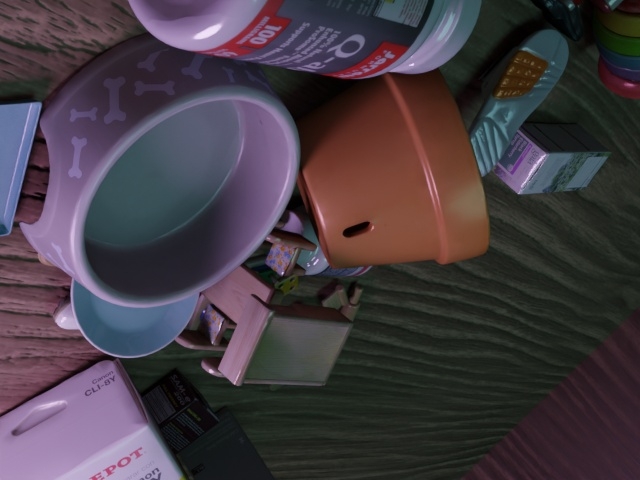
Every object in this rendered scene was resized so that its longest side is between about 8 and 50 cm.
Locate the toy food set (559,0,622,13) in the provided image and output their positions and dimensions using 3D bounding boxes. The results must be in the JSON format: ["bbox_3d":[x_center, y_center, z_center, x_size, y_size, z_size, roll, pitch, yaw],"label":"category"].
[{"bbox_3d":[0.344,-0.370,1.369,0.104,0.111,0.232,-45,144,12],"label":"toy food set"}]

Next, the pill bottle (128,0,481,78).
[{"bbox_3d":[-0.002,-0.274,1.005,0.363,0.210,0.210,-1,133,-49],"label":"pill bottle"}]

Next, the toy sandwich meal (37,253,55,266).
[{"bbox_3d":[-0.312,-0.003,1.215,0.085,0.029,0.086,-30,154,-17],"label":"toy sandwich meal"}]

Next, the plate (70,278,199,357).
[{"bbox_3d":[-0.243,0.060,1.315,0.188,0.024,0.188,-8,103,-35],"label":"plate"}]

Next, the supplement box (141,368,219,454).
[{"bbox_3d":[-0.298,0.329,1.659,0.239,0.073,0.130,-36,150,-7],"label":"supplement box"}]

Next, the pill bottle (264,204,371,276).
[{"bbox_3d":[0.000,0.000,1.508,0.180,0.108,0.108,4,130,-53],"label":"pill bottle"}]

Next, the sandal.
[{"bbox_3d":[0.278,-0.222,1.557,0.102,0.076,0.265,32,96,-37],"label":"sandal"}]

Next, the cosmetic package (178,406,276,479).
[{"bbox_3d":[-0.153,0.444,1.825,0.127,0.238,0.107,-33,151,-14],"label":"cosmetic package"}]

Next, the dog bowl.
[{"bbox_3d":[-0.172,-0.069,1.168,0.348,0.102,0.349,-29,144,-24],"label":"dog bowl"}]

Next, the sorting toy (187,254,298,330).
[{"bbox_3d":[-0.119,0.089,1.559,0.274,0.046,0.132,-14,142,-40],"label":"sorting toy"}]

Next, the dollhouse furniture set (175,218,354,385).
[{"bbox_3d":[-0.103,0.088,1.343,0.161,0.242,0.212,11,108,-47],"label":"dollhouse furniture set"}]

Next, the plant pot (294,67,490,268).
[{"bbox_3d":[0.078,-0.085,1.330,0.203,0.291,0.291,-20,150,-3],"label":"plant pot"}]

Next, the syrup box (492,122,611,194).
[{"bbox_3d":[0.414,-0.150,1.804,0.236,0.096,0.093,-5,135,-46],"label":"syrup box"}]

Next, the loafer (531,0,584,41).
[{"bbox_3d":[0.370,-0.351,1.502,0.061,0.062,0.170,-51,152,9],"label":"loafer"}]

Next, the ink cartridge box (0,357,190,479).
[{"bbox_3d":[-0.336,0.405,1.504,0.279,0.160,0.385,-30,133,-12],"label":"ink cartridge box"}]

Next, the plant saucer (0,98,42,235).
[{"bbox_3d":[-0.351,-0.075,1.075,0.067,0.018,0.192,-13,143,-41],"label":"plant saucer"}]

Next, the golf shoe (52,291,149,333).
[{"bbox_3d":[-0.270,0.100,1.353,0.186,0.086,0.067,-5,139,-45],"label":"golf shoe"}]

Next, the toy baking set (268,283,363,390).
[{"bbox_3d":[-0.021,0.170,1.818,0.196,0.030,0.256,-18,145,-30],"label":"toy baking set"}]

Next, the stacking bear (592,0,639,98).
[{"bbox_3d":[0.501,-0.371,1.544,0.164,0.175,0.289,-42,143,-12],"label":"stacking bear"}]
